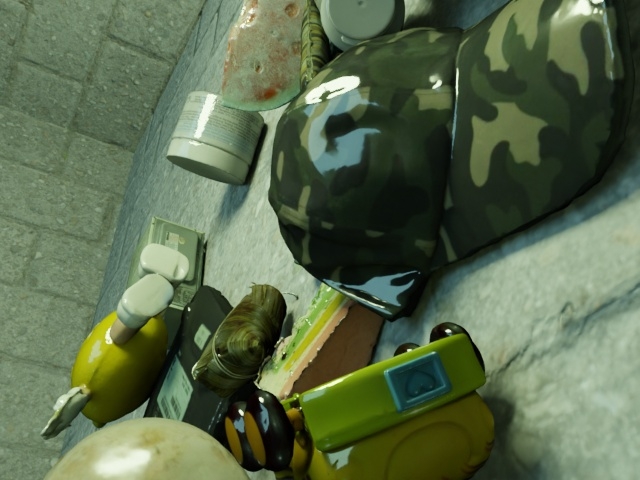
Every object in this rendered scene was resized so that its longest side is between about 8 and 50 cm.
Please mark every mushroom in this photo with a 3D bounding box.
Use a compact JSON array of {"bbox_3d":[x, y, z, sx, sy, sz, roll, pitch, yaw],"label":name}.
[{"bbox_3d":[-0.209,0.376,0.828,0.290,0.297,0.298,92,-173,-69],"label":"mushroom"}]

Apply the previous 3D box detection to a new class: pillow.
[{"bbox_3d":[0.003,-0.207,0.963,0.208,0.052,0.212,75,-171,-49],"label":"pillow"}]

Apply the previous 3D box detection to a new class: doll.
[{"bbox_3d":[-0.370,0.206,1.243,0.423,0.161,0.348,-57,-4,2],"label":"doll"}]

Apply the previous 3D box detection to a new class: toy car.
[{"bbox_3d":[0.039,0.169,0.545,0.142,0.200,0.248,69,159,12],"label":"toy car"}]

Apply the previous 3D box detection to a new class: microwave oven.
[{"bbox_3d":[-0.355,0.093,1.515,0.194,0.145,0.240,-48,32,37],"label":"microwave oven"}]

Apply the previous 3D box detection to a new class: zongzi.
[{"bbox_3d":[-0.077,0.105,0.892,0.184,0.084,0.187,-46,11,49],"label":"zongzi"}]

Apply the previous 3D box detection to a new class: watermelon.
[{"bbox_3d":[-0.078,-0.378,1.197,0.318,0.226,0.148,-40,9,32],"label":"watermelon"}]

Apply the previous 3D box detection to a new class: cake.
[{"bbox_3d":[0.028,0.106,0.782,0.225,0.090,0.109,-55,18,-11],"label":"cake"}]

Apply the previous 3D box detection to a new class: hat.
[{"bbox_3d":[0.093,-0.136,0.638,0.382,0.257,0.366,112,165,-64],"label":"hat"}]

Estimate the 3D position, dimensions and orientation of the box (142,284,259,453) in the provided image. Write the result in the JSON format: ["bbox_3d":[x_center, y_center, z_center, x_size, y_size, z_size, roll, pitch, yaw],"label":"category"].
[{"bbox_3d":[-0.214,0.277,1.126,0.359,0.091,0.350,32,102,65],"label":"box"}]

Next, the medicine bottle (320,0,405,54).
[{"bbox_3d":[0.056,-0.292,0.863,0.191,0.107,0.107,-64,-2,-78],"label":"medicine bottle"}]

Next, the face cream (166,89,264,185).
[{"bbox_3d":[-0.222,-0.217,1.417,0.177,0.177,0.153,1,71,66],"label":"face cream"}]

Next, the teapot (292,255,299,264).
[{"bbox_3d":[-0.004,-0.001,0.922,0.063,0.049,0.083,9,80,67],"label":"teapot"}]
